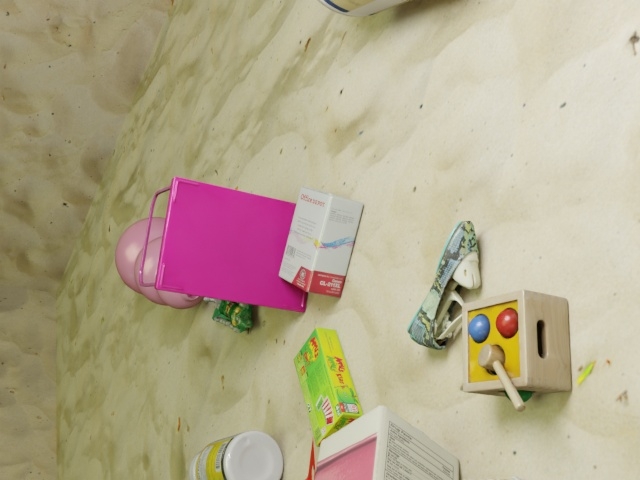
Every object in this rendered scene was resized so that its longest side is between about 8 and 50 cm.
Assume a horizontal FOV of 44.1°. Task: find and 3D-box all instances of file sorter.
[{"bbox_3d":[-0.183,0.016,1.521,0.182,0.290,0.202,-7,73,63],"label":"file sorter"}]

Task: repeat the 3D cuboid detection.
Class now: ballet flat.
[{"bbox_3d":[0.184,0.067,1.082,0.070,0.070,0.188,50,125,56],"label":"ballet flat"}]

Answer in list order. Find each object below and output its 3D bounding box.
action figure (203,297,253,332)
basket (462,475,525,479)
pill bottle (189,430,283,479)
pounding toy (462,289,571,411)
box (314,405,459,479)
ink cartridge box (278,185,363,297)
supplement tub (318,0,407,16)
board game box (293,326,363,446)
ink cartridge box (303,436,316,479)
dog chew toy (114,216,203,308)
[{"bbox_3d":[-0.198,0.144,1.739,0.232,0.063,0.137,29,109,61],"label":"action figure"},{"bbox_3d":[0.214,0.348,0.860,0.167,0.103,0.113,40,113,60],"label":"basket"},{"bbox_3d":[-0.168,0.434,1.507,0.208,0.119,0.119,-32,52,54],"label":"pill bottle"},{"bbox_3d":[0.224,0.136,0.926,0.130,0.100,0.141,-25,58,57],"label":"pounding toy"},{"bbox_3d":[0.075,0.351,0.967,0.127,0.148,0.232,-39,23,33],"label":"box"},{"bbox_3d":[0.000,0.000,1.416,0.127,0.072,0.175,24,100,62],"label":"ink cartridge box"},{"bbox_3d":[0.117,-0.488,1.228,0.316,0.228,0.228,6,85,61],"label":"supplement tub"},{"bbox_3d":[0.010,0.246,1.334,0.092,0.043,0.181,-57,35,33],"label":"board game box"},{"bbox_3d":[-0.044,0.454,1.236,0.189,0.066,0.232,-101,13,-76],"label":"ink cartridge box"},{"bbox_3d":[-0.383,0.067,1.975,0.332,0.206,0.207,30,106,52],"label":"dog chew toy"}]
